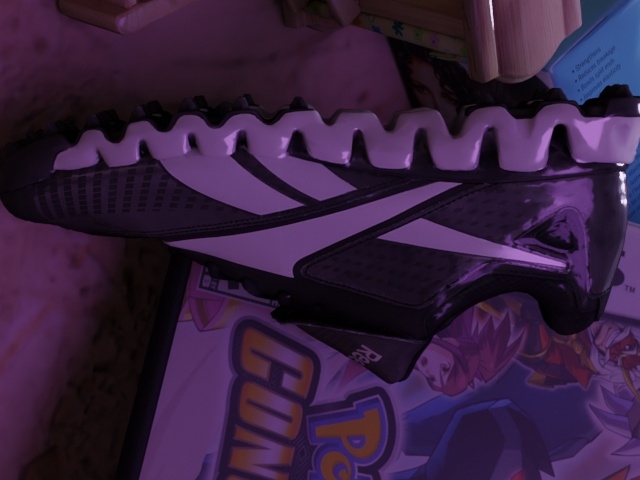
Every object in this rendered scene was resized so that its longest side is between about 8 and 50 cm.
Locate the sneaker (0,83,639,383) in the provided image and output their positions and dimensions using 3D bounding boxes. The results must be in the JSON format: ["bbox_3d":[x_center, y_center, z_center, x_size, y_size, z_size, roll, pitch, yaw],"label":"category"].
[{"bbox_3d":[0.000,0.000,0.614,0.234,0.078,0.106,-1,95,2],"label":"sneaker"}]

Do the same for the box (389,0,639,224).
[{"bbox_3d":[0.115,-0.011,0.793,0.060,0.100,0.244,-42,131,-23],"label":"box"}]

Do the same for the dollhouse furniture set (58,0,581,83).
[{"bbox_3d":[0.025,-0.086,0.613,0.161,0.182,0.101,-32,127,-32],"label":"dollhouse furniture set"}]

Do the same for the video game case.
[{"bbox_3d":[0.044,0.108,0.672,0.248,0.035,0.275,16,77,-12],"label":"video game case"}]
